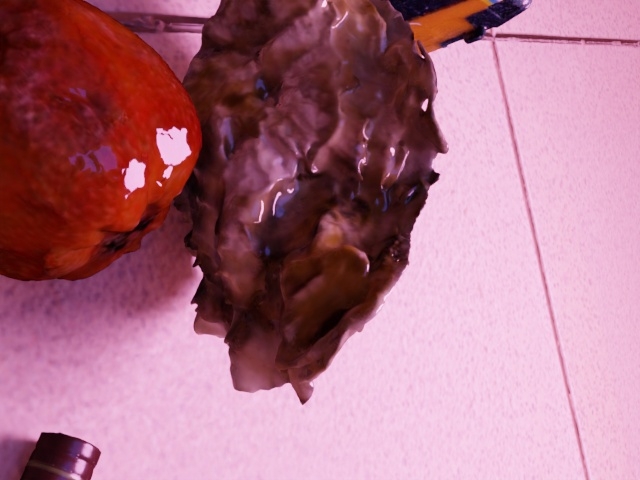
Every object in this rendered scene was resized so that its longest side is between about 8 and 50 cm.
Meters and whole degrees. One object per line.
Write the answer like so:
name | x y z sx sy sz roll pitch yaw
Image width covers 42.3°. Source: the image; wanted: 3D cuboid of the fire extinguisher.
fire extinguisher | -0.185 0.198 0.507 0.064 0.043 0.158 90 16 -61

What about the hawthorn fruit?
hawthorn fruit | -0.169 -0.062 0.509 0.179 0.173 0.174 22 63 -11

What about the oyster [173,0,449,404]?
oyster | -0.029 -0.068 0.582 0.114 0.237 0.352 10 80 -46

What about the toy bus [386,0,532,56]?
toy bus | 0.038 -0.297 0.737 0.323 0.194 0.162 16 69 -43
